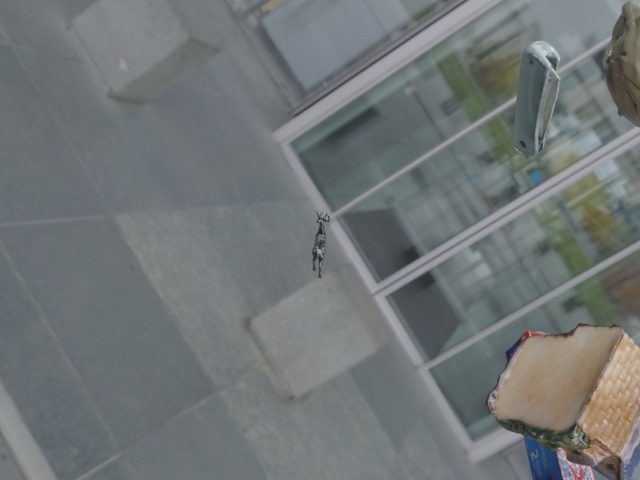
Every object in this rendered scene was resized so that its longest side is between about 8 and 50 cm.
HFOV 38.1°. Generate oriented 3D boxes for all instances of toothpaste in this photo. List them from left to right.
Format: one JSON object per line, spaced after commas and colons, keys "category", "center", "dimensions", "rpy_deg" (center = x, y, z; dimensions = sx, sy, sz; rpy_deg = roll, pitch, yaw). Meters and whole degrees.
{"category": "toothpaste", "center": [0.363, 0.294, 1.464], "dimensions": [0.066, 0.076, 0.320], "rpy_deg": [13, 47, -18]}

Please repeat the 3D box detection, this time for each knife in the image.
{"category": "knife", "center": [0.215, -0.136, 0.921], "dimensions": [0.044, 0.023, 0.162], "rpy_deg": [41, -18, 25]}

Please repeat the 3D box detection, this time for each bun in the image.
{"category": "bun", "center": [0.552, -0.292, 1.455], "dimensions": [0.281, 0.205, 0.281], "rpy_deg": [3, 90, -78]}

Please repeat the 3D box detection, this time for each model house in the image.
{"category": "model house", "center": [0.342, 0.217, 1.181], "dimensions": [0.172, 0.166, 0.183], "rpy_deg": [39, -18, -21]}

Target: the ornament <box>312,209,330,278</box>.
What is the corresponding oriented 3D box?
{"category": "ornament", "center": [0.000, 0.000, 1.663], "dimensions": [0.073, 0.028, 0.125], "rpy_deg": [-81, 177, -47]}
